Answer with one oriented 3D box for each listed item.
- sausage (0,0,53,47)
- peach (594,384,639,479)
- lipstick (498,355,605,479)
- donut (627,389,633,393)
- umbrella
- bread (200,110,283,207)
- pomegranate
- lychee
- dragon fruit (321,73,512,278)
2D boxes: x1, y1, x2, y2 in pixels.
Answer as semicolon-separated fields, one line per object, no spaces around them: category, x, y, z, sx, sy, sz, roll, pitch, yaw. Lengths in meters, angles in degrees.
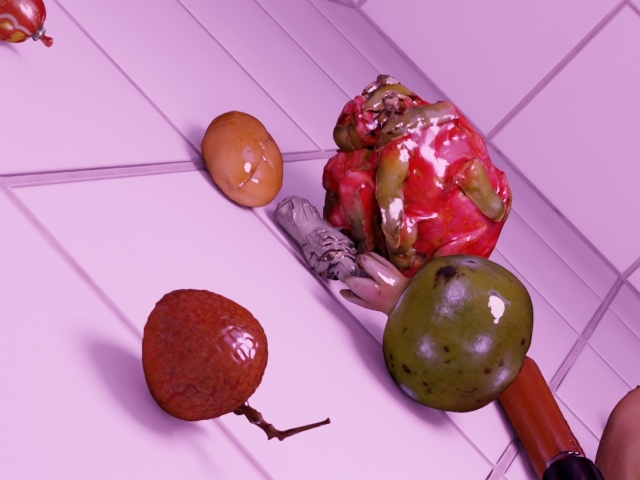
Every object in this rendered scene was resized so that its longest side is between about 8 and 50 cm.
sausage;-0.376;-0.292;1.387;0.264;0.083;0.083;42;15;-13
peach;0.482;0.307;1.699;0.292;0.247;0.292;41;36;-39
lipstick;0.287;0.260;1.647;0.077;0.077;0.418;37;16;-25
donut;0.533;0.336;2.059;0.235;0.089;0.235;41;15;-13
umbrella;0.000;0.000;1.625;0.143;0.062;0.067;49;-4;34
bread;-0.091;-0.105;1.645;0.114;0.077;0.189;35;20;-16
pomegranate;0.130;0.089;1.531;0.225;0.187;0.187;31;12;12
lychee;-0.083;0.102;1.056;0.101;0.114;0.140;-11;75;-39
dragon fruit;0.110;-0.063;1.701;0.231;0.237;0.302;53;-12;41
